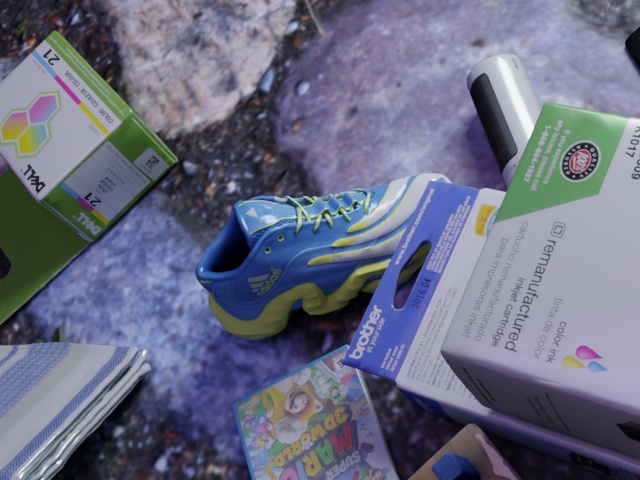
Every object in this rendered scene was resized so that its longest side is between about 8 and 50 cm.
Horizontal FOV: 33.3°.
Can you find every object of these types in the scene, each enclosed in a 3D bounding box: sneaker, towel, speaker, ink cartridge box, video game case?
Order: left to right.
[{"bbox_3d":[-0.320,0.158,0.980,0.284,0.034,0.209,-1,27,26],"label":"towel"},{"bbox_3d":[-0.305,-0.066,1.126,0.255,0.097,0.189,-44,52,-3],"label":"ink cartridge box"},{"bbox_3d":[-0.002,0.181,0.879,0.119,0.015,0.166,-28,54,10],"label":"video game case"},{"bbox_3d":[0.000,0.000,0.912,0.240,0.126,0.091,-32,53,8],"label":"sneaker"},{"bbox_3d":[0.171,-0.095,0.924,0.055,0.055,0.136,-23,55,14],"label":"speaker"},{"bbox_3d":[0.189,0.069,0.816,0.311,0.065,0.186,16,71,30],"label":"ink cartridge box"},{"bbox_3d":[0.250,0.042,0.692,0.278,0.117,0.201,15,71,31],"label":"ink cartridge box"}]

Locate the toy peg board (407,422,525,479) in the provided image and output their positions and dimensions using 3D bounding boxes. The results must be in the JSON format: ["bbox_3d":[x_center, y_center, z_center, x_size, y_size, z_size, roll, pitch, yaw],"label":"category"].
[{"bbox_3d":[0.087,0.234,0.740,0.160,0.079,0.161,-45,58,9],"label":"toy peg board"}]

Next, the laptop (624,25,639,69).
[{"bbox_3d":[0.425,-0.149,0.852,0.264,0.137,0.234,-11,55,-9],"label":"laptop"}]
